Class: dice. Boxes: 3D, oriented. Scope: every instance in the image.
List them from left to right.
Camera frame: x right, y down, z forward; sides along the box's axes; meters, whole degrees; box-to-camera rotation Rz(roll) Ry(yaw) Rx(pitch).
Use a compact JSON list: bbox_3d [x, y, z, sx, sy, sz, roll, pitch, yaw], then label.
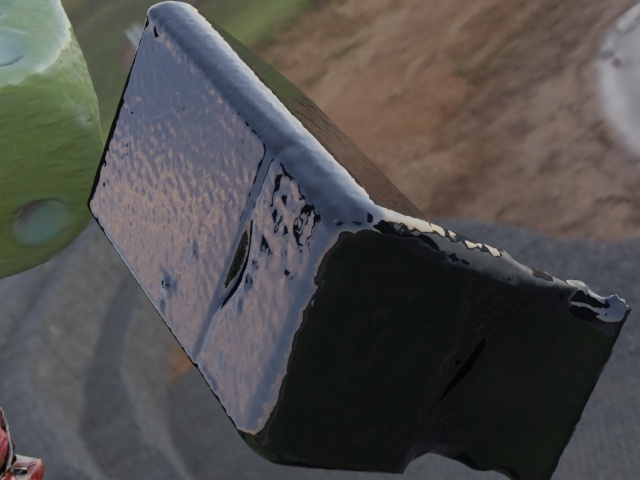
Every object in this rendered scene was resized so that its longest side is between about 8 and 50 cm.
[{"bbox_3d":[-0.366,-0.117,1.387,0.254,0.252,0.249,-19,-42,-22],"label":"dice"}]

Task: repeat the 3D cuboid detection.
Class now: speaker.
[{"bbox_3d":[0.000,0.000,0.946,0.388,0.184,0.180,49,124,49],"label":"speaker"}]

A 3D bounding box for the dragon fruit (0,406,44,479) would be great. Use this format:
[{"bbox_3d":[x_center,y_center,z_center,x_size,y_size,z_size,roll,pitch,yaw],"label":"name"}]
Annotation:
[{"bbox_3d":[-0.378,0.261,1.256,0.226,0.305,0.305,-7,21,16],"label":"dragon fruit"}]
